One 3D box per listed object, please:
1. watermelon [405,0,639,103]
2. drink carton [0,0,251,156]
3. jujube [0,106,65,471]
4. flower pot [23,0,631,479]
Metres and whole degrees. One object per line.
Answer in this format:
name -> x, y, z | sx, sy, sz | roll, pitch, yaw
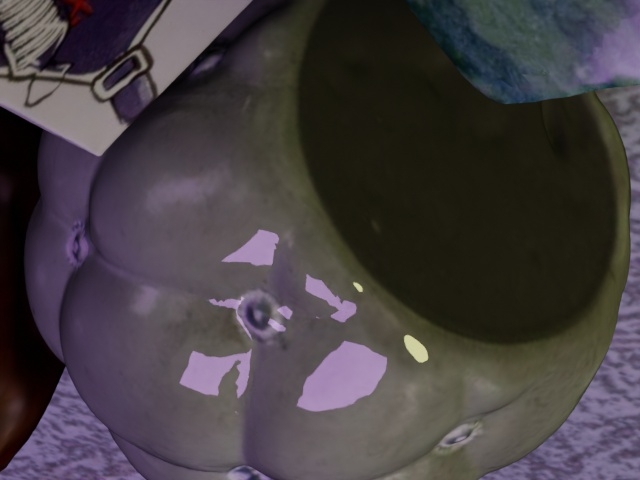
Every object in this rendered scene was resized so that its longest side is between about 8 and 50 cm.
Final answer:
watermelon -> 0.166, -0.134, 0.478 | 0.292, 0.222, 0.319 | -20, 130, 40
drink carton -> -0.095, -0.125, 0.485 | 0.102, 0.134, 0.222 | 45, -175, 21
jujube -> -0.302, 0.010, 0.742 | 0.376, 0.276, 0.276 | -1, 138, 19
flower pot -> 0.000, 0.000, 0.671 | 0.246, 0.246, 0.195 | 32, 143, -20
